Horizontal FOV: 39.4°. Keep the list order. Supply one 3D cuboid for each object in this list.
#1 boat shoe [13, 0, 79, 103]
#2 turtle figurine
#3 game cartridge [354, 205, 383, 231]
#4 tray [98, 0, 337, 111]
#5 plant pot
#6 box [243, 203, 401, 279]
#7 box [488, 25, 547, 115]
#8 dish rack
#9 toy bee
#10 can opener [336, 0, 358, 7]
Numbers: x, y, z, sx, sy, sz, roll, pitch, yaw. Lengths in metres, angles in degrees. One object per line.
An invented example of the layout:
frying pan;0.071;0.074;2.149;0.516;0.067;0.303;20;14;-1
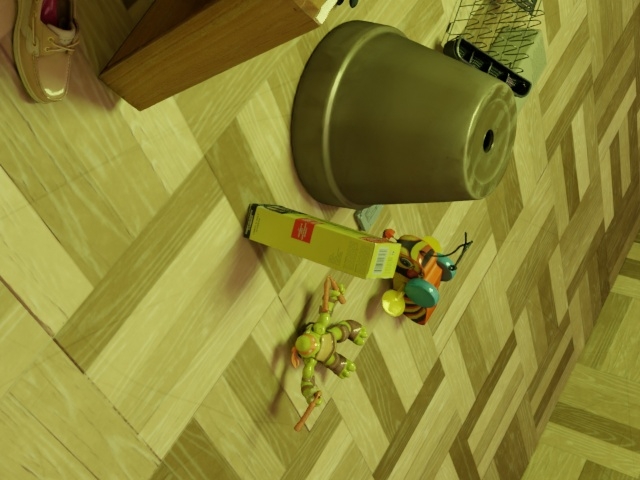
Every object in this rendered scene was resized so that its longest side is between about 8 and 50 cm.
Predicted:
boat shoe;-0.292;-0.230;0.970;0.063;0.059;0.170;-27;125;-49
turtle figurine;0.002;0.200;1.587;0.217;0.087;0.269;22;76;-65
game cartridge;0.094;-0.061;1.681;0.083;0.017;0.056;-57;141;-25
tray;-0.086;-0.269;0.955;0.076;0.411;0.203;41;67;-25
plant pot;0.156;-0.187;1.474;0.323;0.280;0.323;-28;126;-47
box;0.000;0.000;1.358;0.087;0.232;0.058;2;105;-56
box;0.394;-0.335;1.946;0.275;0.094;0.113;-56;143;-26
dish rack;0.364;-0.446;1.801;0.208;0.074;0.271;24;82;-32
toy bee;0.190;0.044;1.779;0.195;0.162;0.298;-45;163;-50
can opener;0.050;-0.458;1.396;0.073;0.059;0.186;-27;125;-50
